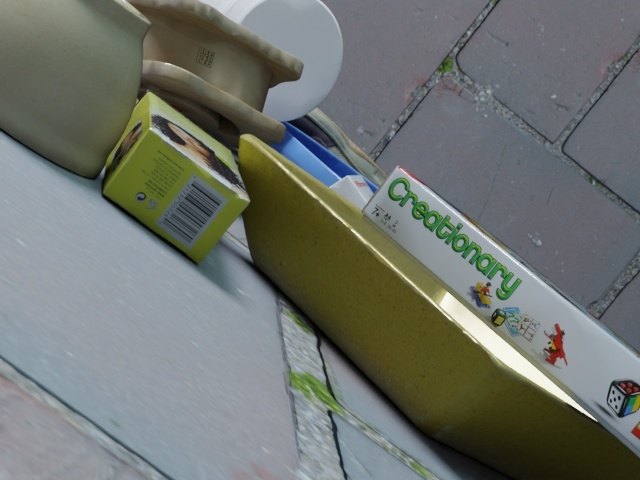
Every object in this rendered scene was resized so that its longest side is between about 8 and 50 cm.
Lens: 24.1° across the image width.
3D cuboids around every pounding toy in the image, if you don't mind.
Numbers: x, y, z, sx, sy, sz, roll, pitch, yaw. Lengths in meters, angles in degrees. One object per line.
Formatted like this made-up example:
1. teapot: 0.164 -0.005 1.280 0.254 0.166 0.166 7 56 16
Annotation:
1. pounding toy: -0.150 -0.131 1.343 0.154 0.154 0.269 5 -14 44

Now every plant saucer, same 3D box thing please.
1. plant saucer: 0.095 0.083 1.166 0.333 0.081 0.333 32 9 -48

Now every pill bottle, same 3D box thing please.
1. pill bottle: -0.115 -0.241 1.713 0.188 0.188 0.334 34 -1 -34

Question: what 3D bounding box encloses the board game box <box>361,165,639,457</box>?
1. board game box: 0.182 0.073 1.111 0.305 0.053 0.193 42 6 36

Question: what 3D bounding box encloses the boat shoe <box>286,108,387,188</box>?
1. boat shoe: -0.020 -0.107 1.928 0.103 0.092 0.285 10 -21 46

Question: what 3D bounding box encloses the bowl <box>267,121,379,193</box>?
1. bowl: 0.077 0.004 1.730 0.391 0.077 0.391 37 6 -4

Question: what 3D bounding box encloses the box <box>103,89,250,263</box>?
1. box: -0.107 -0.052 1.087 0.087 0.058 0.232 37 5 -14

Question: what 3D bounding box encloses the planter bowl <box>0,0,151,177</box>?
1. planter bowl: -0.183 -0.133 1.001 0.162 0.109 0.162 37 6 -4

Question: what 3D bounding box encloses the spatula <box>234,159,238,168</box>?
1. spatula: -0.064 -0.040 1.398 0.084 0.030 0.296 31 8 -41

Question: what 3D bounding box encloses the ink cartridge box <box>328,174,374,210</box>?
1. ink cartridge box: 0.047 -0.004 1.491 0.122 0.052 0.088 54 9 3
